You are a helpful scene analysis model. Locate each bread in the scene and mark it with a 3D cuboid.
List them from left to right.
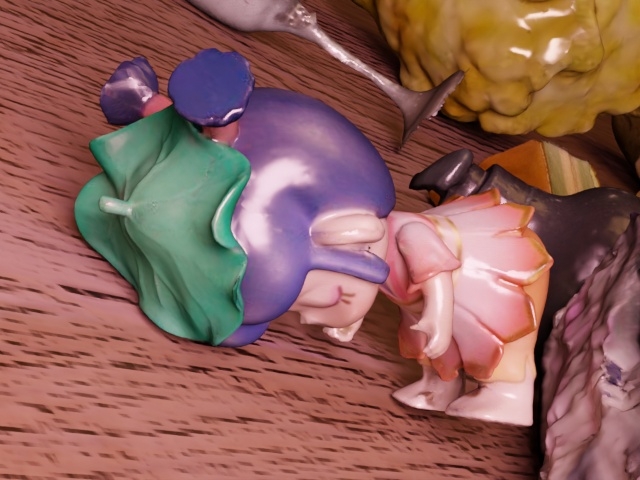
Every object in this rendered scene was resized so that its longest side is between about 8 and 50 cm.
[{"bbox_3d":[0.127,0.022,0.881,0.074,0.084,0.139,16,57,-49],"label":"bread"}]

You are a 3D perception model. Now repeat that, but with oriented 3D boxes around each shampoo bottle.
[{"bbox_3d":[0.170,0.044,0.756,0.284,0.101,0.101,35,17,-5],"label":"shampoo bottle"}]

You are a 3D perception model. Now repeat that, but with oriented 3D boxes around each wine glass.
[{"bbox_3d":[-0.033,-0.156,0.947,0.262,0.074,0.074,35,17,-1],"label":"wine glass"}]

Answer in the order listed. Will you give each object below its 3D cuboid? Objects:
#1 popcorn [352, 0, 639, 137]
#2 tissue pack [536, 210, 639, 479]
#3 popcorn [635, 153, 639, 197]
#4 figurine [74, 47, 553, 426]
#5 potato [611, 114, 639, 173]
[{"bbox_3d":[0.166,-0.190,1.153,0.250,0.235,0.241,1,54,-41],"label":"popcorn"},{"bbox_3d":[0.237,0.146,0.596,0.332,0.123,0.245,32,24,-4],"label":"tissue pack"},{"bbox_3d":[0.335,-0.018,1.089,0.251,0.206,0.237,31,27,28],"label":"popcorn"},{"bbox_3d":[0.000,0.000,0.554,0.195,0.102,0.111,19,-9,-34],"label":"figurine"},{"bbox_3d":[0.426,-0.094,1.484,0.307,0.173,0.210,13,27,-46],"label":"potato"}]
